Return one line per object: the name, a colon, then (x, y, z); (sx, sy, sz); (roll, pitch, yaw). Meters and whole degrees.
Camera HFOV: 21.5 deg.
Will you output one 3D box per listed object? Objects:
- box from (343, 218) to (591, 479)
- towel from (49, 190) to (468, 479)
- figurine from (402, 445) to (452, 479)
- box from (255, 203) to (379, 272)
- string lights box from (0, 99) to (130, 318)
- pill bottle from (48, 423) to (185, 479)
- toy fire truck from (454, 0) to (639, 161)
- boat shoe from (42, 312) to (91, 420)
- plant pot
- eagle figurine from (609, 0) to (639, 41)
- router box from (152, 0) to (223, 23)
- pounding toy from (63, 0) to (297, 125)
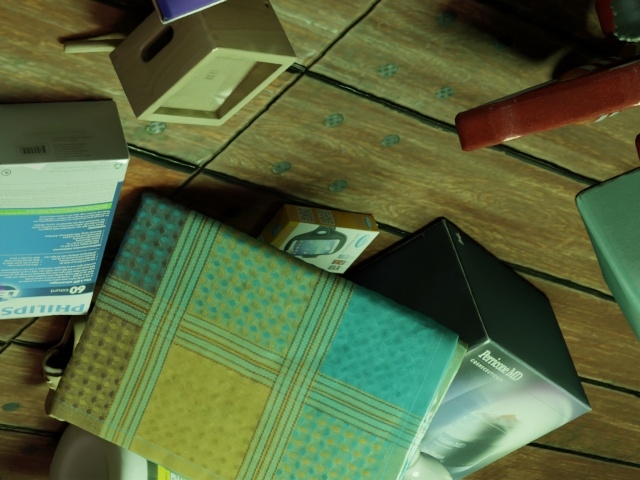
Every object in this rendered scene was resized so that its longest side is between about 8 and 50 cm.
box: (0.120, 0.160, 2.019); (0.294, 0.182, 0.296); (-32, 146, 19)
towel: (-0.066, 0.141, 1.744); (0.370, 0.040, 0.271); (25, 101, 0)
figurine: (0.034, 0.248, 1.876); (0.215, 0.092, 0.209); (-17, 138, 7)
box: (0.000, 0.000, 1.858); (0.136, 0.028, 0.081); (8, 140, -32)
string lights box: (-0.277, -0.023, 1.639); (0.133, 0.076, 0.259); (-3, 145, -21)
pill bottle: (-0.157, 0.317, 2.113); (0.334, 0.188, 0.188); (12, 137, -38)
toy fire truck: (0.301, -0.160, 1.620); (0.254, 0.169, 0.302); (-11, -171, 41)
boat shoe: (-0.286, 0.139, 1.904); (0.059, 0.063, 0.170); (7, 131, -30)
plant pot: (0.472, 0.056, 1.965); (0.247, 0.252, 0.248); (-22, 147, 8)
eagle figurine: (0.330, -0.260, 1.365); (0.226, 0.298, 0.225); (-36, 143, 23)
router box: (0.031, -0.274, 1.224); (0.336, 0.301, 0.082); (-20, 105, 5)
pounding toy: (-0.126, -0.167, 1.495); (0.141, 0.100, 0.130); (-37, 157, 32)
